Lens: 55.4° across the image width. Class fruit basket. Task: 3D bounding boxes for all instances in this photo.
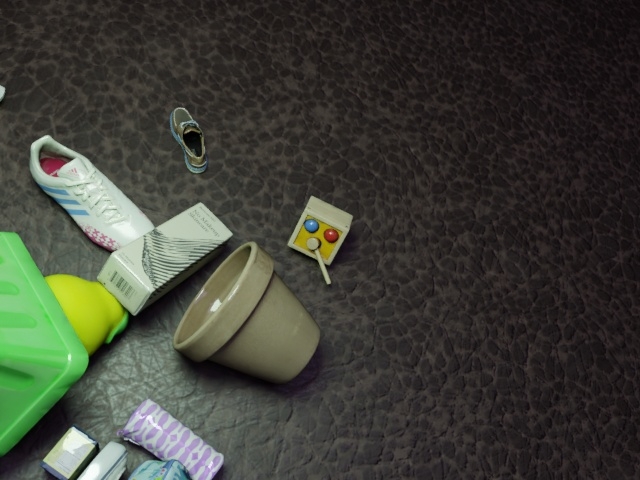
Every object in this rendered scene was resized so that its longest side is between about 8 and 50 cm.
[{"bbox_3d":[-0.545,0.165,1.107,0.283,0.392,0.392,-45,82,3],"label":"fruit basket"}]

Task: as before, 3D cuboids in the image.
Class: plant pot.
[{"bbox_3d":[-0.128,0.168,1.236,0.229,0.263,0.263,37,58,-17],"label":"plant pot"}]

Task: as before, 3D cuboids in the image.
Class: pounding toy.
[{"bbox_3d":[0.000,0.000,1.413,0.130,0.141,0.100,26,32,-3],"label":"pounding toy"}]

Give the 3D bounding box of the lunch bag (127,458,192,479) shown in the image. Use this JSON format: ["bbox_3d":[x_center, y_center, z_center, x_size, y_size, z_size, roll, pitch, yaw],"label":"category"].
[{"bbox_3d":[-0.281,0.494,1.022,0.219,0.090,0.176,-56,131,-61],"label":"lunch bag"}]

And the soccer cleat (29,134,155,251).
[{"bbox_3d":[-0.487,-0.091,1.293,0.331,0.143,0.116,37,60,3],"label":"soccer cleat"}]

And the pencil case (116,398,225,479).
[{"bbox_3d":[-0.280,0.387,1.150,0.206,0.086,0.088,36,66,2],"label":"pencil case"}]

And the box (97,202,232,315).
[{"bbox_3d":[-0.311,0.031,1.256,0.113,0.094,0.275,44,37,2],"label":"box"}]

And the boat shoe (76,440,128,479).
[{"bbox_3d":[-0.397,0.533,1.015,0.157,0.136,0.367,29,63,-1],"label":"boat shoe"}]

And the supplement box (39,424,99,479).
[{"bbox_3d":[-0.449,0.389,1.099,0.056,0.083,0.083,35,59,2],"label":"supplement box"}]

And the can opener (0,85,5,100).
[{"bbox_3d":[-0.842,-0.393,1.363,0.284,0.095,0.076,31,59,-1],"label":"can opener"}]

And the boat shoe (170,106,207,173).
[{"bbox_3d":[-0.312,-0.255,1.473,0.066,0.066,0.183,-18,71,-24],"label":"boat shoe"}]
